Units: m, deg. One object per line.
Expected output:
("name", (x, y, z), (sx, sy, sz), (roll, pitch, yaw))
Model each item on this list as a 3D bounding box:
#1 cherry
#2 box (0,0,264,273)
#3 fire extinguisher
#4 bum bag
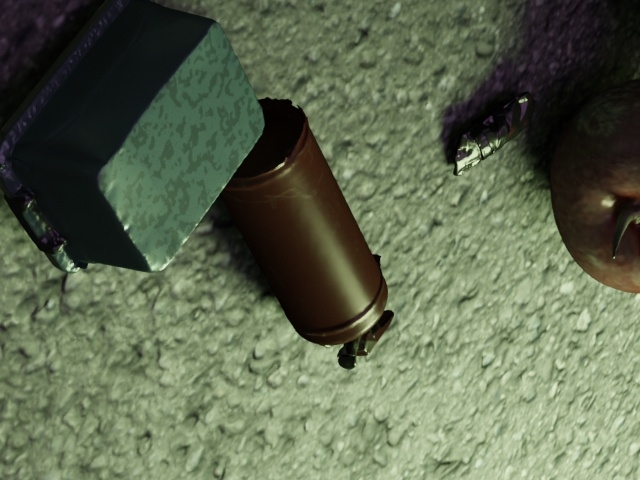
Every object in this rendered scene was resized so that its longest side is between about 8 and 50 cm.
("cherry", (0.358, -0.063, 2.075), (0.285, 0.213, 0.236), (-50, 163, -46))
("box", (-0.158, -0.088, 1.573), (0.227, 0.130, 0.162), (-55, 141, -26))
("fire extinguisher", (0.000, 0.000, 1.816), (0.337, 0.106, 0.147), (63, 37, -43))
("bum bag", (0.184, -0.116, 1.995), (0.124, 0.034, 0.058), (-40, 147, -27))
